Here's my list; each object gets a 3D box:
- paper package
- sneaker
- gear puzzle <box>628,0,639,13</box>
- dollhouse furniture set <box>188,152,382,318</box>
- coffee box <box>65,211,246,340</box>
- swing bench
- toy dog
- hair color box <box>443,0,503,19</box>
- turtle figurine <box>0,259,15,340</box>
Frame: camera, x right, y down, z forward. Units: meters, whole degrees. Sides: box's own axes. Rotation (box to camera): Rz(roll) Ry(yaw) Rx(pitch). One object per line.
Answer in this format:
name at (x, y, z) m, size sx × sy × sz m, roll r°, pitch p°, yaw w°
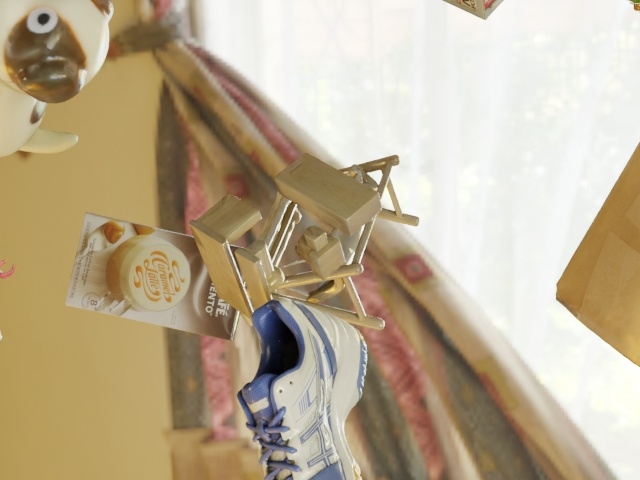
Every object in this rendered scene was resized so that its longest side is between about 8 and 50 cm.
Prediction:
paper package at (0.476, -0.047, 1.490) m, size 0.309 × 0.325 × 0.168 m, roll -30°, pitch -116°, yaw -33°
sneaker at (-0.035, 0.196, 1.240) m, size 0.112 × 0.296 × 0.131 m, roll -28°, pitch 135°, yaw 35°
gear puzzle at (0.311, -0.300, 1.431) m, size 0.339 × 0.044 × 0.175 m, roll 11°, pitch -174°, yaw -46°
dollhouse furniture set at (-0.027, 0.008, 1.364) m, size 0.151 × 0.123 × 0.144 m, roll -41°, pitch -130°, yaw -23°
coffee box at (-0.232, 0.053, 1.835) m, size 0.246 × 0.141 × 0.098 m, roll 12°, pitch 177°, yaw -1°
swing bench at (0.000, 0.000, 2.065) m, size 0.254 × 0.165 × 0.253 m, roll 2°, pitch -132°, yaw 23°
toy dog at (-0.512, -0.281, 2.012) m, size 0.408 × 0.395 × 0.284 m, roll -21°, pitch -147°, yaw 44°
hair color box at (0.178, -0.532, 2.104) m, size 0.374 × 0.113 × 0.185 m, roll 32°, pitch -111°, yaw 30°
turtle figurine at (-0.444, 0.053, 1.446) m, size 0.175 × 0.118 × 0.234 m, roll 22°, pitch -175°, yaw -3°
